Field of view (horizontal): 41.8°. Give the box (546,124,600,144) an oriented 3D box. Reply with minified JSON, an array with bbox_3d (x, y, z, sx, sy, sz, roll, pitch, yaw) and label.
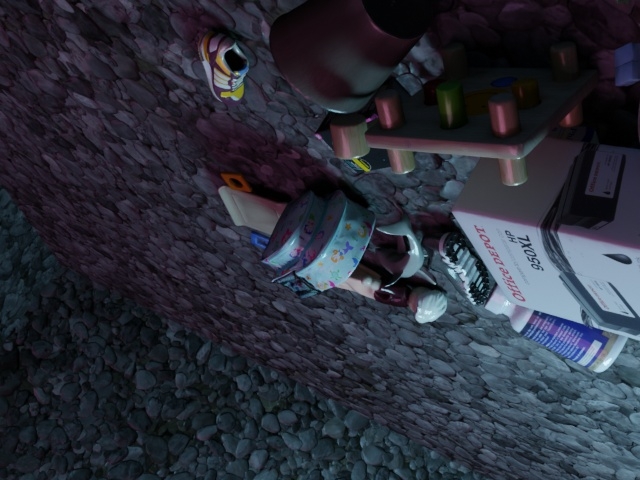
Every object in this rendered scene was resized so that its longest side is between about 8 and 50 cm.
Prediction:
[{"bbox_3d":[0.386,-0.123,1.372,0.137,0.072,0.126,12,151,37],"label":"box"}]

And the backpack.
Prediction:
[{"bbox_3d":[0.000,0.000,1.890,0.191,0.225,0.254,36,153,-23],"label":"backpack"}]

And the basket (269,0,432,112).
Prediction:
[{"bbox_3d":[0.054,-0.320,1.289,0.204,0.154,0.227,37,152,-15],"label":"basket"}]

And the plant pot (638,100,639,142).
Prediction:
[{"bbox_3d":[0.547,-0.165,0.932,0.274,0.256,0.256,14,158,-7],"label":"plant pot"}]

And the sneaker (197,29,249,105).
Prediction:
[{"bbox_3d":[-0.175,-0.325,1.641,0.084,0.069,0.185,24,157,29],"label":"sneaker"}]

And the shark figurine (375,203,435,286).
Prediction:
[{"bbox_3d":[0.177,0.048,1.870,0.166,0.116,0.278,45,164,13],"label":"shark figurine"}]

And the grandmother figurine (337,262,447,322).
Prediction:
[{"bbox_3d":[0.153,0.118,2.111,0.343,0.104,0.208,18,-179,22],"label":"grandmother figurine"}]

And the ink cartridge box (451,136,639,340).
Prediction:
[{"bbox_3d":[0.433,0.007,1.231,0.395,0.166,0.285,16,155,42],"label":"ink cartridge box"}]

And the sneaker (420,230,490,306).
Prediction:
[{"bbox_3d":[0.293,0.056,1.841,0.106,0.078,0.234,14,151,46],"label":"sneaker"}]

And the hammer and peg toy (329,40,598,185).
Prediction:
[{"bbox_3d":[0.194,-0.203,1.244,0.361,0.266,0.127,11,128,40],"label":"hammer and peg toy"}]

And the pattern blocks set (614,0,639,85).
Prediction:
[{"bbox_3d":[0.391,-0.269,0.877,0.026,0.285,0.325,-2,-169,-6],"label":"pattern blocks set"}]

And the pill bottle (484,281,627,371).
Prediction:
[{"bbox_3d":[0.476,0.141,1.687,0.265,0.153,0.153,27,156,8],"label":"pill bottle"}]

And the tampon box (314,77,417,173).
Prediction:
[{"bbox_3d":[0.096,-0.203,1.519,0.120,0.101,0.161,42,154,-26],"label":"tampon box"}]

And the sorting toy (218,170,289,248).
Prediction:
[{"bbox_3d":[-0.147,-0.077,2.133,0.196,0.047,0.347,16,153,22],"label":"sorting toy"}]
